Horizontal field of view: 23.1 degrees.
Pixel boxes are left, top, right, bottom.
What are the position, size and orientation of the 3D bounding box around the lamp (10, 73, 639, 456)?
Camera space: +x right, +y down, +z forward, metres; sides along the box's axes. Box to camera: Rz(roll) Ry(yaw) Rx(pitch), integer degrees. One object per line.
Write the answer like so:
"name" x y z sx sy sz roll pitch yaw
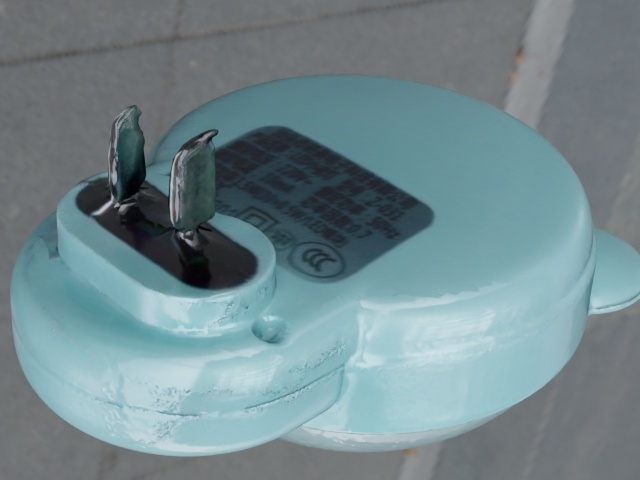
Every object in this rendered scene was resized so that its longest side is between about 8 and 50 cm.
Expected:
"lamp" -0.002 0.011 0.682 0.284 0.209 0.147 -5 118 -49
